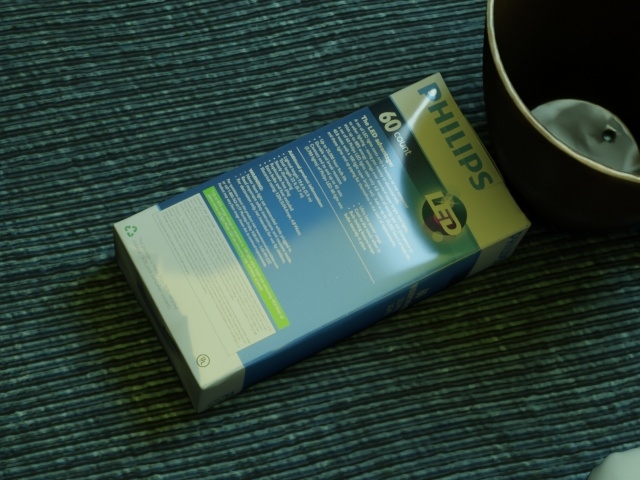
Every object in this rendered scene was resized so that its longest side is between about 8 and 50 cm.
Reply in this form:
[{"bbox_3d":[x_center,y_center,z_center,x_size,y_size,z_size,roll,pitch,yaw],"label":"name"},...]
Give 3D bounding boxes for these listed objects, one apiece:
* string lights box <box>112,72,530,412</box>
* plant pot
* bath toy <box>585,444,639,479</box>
[{"bbox_3d":[0.000,0.000,1.209,0.260,0.077,0.133,-25,75,-14],"label":"string lights box"},{"bbox_3d":[0.199,-0.094,1.181,0.215,0.230,0.215,2,69,-5],"label":"plant pot"},{"bbox_3d":[0.308,0.261,1.093,0.348,0.151,0.129,33,53,14],"label":"bath toy"}]
